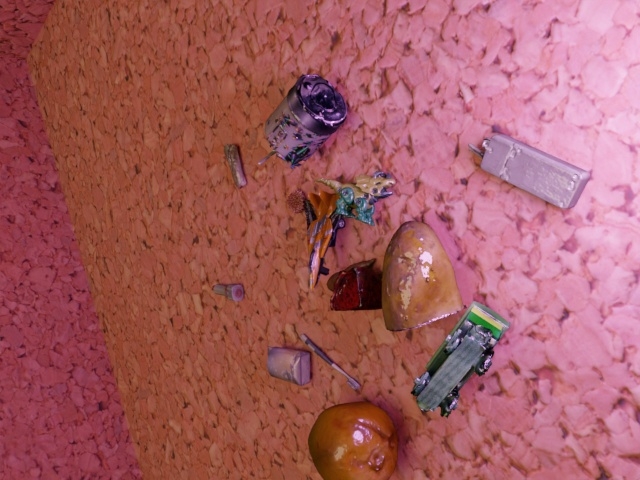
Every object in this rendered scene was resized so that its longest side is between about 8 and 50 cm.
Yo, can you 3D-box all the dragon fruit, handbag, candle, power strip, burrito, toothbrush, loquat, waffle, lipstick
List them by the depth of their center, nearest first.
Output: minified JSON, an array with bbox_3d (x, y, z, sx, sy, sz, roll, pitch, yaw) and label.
[{"bbox_3d":[0.467,-0.173,1.304,0.288,0.053,0.093,37,123,35],"label":"power strip"},{"bbox_3d":[0.112,0.154,1.691,0.161,0.127,0.120,-21,65,48],"label":"dragon fruit"},{"bbox_3d":[0.091,0.618,1.699,0.284,0.276,0.275,5,101,48],"label":"loquat"},{"bbox_3d":[-0.074,-0.339,1.718,0.330,0.188,0.187,-40,70,43],"label":"candle"},{"bbox_3d":[-0.077,-0.129,1.876,0.083,0.029,0.075,-17,86,43],"label":"waffle"},{"bbox_3d":[0.025,0.402,1.880,0.288,0.026,0.024,37,119,35],"label":"toothbrush"},{"bbox_3d":[-0.114,0.435,1.986,0.173,0.095,0.117,4,95,37],"label":"handbag"},{"bbox_3d":[-0.313,-0.276,2.074,0.051,0.042,0.171,-14,89,35],"label":"burrito"},{"bbox_3d":[-0.380,0.198,2.225,0.186,0.057,0.063,3,100,48],"label":"lipstick"}]

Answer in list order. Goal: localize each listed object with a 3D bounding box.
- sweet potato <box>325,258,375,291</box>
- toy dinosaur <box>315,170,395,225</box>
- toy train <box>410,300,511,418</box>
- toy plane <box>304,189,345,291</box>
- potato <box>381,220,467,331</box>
[{"bbox_3d":[0.085,0.116,1.739,0.226,0.068,0.068,-34,74,41],"label":"sweet potato"},{"bbox_3d":[0.088,-0.130,1.642,0.259,0.094,0.153,8,84,29],"label":"toy dinosaur"},{"bbox_3d":[0.345,0.302,1.417,0.120,0.202,0.300,35,123,13],"label":"toy train"},{"bbox_3d":[0.009,0.002,1.741,0.204,0.103,0.315,-6,78,47],"label":"toy plane"},{"bbox_3d":[0.247,0.081,1.471,0.229,0.229,0.265,-13,89,46],"label":"potato"}]
